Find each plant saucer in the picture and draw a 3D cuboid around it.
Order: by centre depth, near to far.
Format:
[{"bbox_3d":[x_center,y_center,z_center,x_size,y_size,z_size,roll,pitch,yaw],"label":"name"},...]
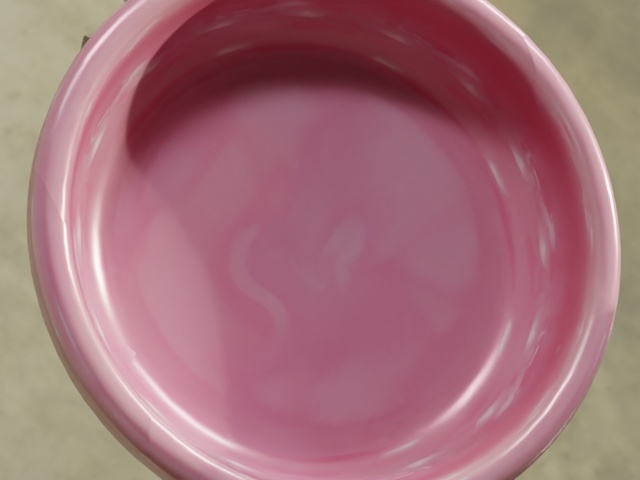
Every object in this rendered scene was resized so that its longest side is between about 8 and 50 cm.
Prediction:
[{"bbox_3d":[0.000,0.000,1.054,0.332,0.084,0.332,4,75,-16],"label":"plant saucer"}]

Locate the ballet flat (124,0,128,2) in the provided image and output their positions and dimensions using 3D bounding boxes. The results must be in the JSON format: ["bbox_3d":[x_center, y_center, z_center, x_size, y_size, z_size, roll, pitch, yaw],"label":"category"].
[{"bbox_3d":[-0.145,-0.429,1.924,0.147,0.409,0.147,11,34,-8],"label":"ballet flat"}]

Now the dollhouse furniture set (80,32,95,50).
[{"bbox_3d":[-0.127,-0.075,1.870,0.212,0.242,0.161,17,15,14],"label":"dollhouse furniture set"}]
